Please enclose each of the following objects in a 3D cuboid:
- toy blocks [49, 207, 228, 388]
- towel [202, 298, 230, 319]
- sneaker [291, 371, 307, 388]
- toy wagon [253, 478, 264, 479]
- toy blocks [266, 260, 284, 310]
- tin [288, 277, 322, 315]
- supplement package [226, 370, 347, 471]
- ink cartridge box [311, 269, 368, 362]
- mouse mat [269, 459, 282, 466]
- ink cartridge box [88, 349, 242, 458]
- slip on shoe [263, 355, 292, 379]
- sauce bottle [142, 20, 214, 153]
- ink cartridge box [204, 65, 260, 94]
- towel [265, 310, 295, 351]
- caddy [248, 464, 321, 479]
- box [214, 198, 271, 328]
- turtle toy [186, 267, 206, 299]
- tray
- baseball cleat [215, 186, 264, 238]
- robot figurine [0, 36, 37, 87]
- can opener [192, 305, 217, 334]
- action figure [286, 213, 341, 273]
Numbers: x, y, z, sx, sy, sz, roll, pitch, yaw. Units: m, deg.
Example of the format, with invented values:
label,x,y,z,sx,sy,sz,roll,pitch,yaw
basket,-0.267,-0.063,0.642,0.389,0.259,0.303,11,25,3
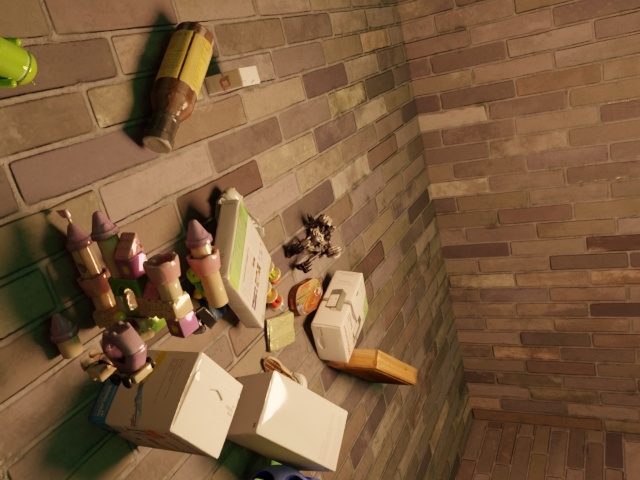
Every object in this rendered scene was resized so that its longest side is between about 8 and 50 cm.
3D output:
label,x,y,z,sx,sy,sz,roll,pitch,yaw
toy blocks,-0.383,0.066,1.066,0.309,0.289,0.260,-44,128,-51
towel,-0.270,0.169,1.517,0.119,0.029,0.067,-43,124,-55
sneaker,-0.078,0.542,1.769,0.095,0.090,0.235,49,46,-61
toy wagon,-0.169,0.742,1.389,0.068,0.344,0.267,119,-9,-74
toy blocks,-0.145,0.146,1.721,0.148,0.054,0.123,59,31,-54
tin,-0.050,0.191,1.909,0.190,0.040,0.106,-25,112,-60
supplement package,-0.097,0.506,1.549,0.293,0.177,0.175,38,52,-30
ink cartridge box,0.075,0.273,2.012,0.273,0.115,0.198,-63,150,-44
mouse mat,-0.123,0.753,1.734,0.152,0.007,0.189,34,58,-55
ink cartridge box,-0.322,0.343,1.186,0.171,0.233,0.168,54,42,-43
slip on shoe,-0.135,0.392,1.725,0.135,0.051,0.041,47,7,-38
sauce bottle,-0.351,-0.373,1.358,0.111,0.111,0.344,46,49,-50
ink cartridge box,-0.243,-0.445,1.546,0.088,0.122,0.052,-39,121,-56
towel,-0.125,0.288,1.767,0.148,0.027,0.110,-11,97,-61
caddy,-0.106,0.792,1.521,0.179,0.241,0.341,36,55,-60
box,-0.207,0.072,1.500,0.322,0.058,0.232,73,17,-58
turtle toy,-0.290,0.104,1.437,0.130,0.066,0.095,26,56,-35
tray,0.209,0.496,2.166,0.411,0.203,0.076,36,57,-54
baseball cleat,-0.237,-0.054,1.584,0.109,0.072,0.206,-55,133,-27
robot figurine,-0.565,-0.324,1.002,0.115,0.067,0.101,23,59,-59
can opener,-0.336,0.166,1.376,0.073,0.059,0.186,-49,123,-18
action figure,0.000,0.000,1.919,0.164,0.141,0.275,62,36,-16
